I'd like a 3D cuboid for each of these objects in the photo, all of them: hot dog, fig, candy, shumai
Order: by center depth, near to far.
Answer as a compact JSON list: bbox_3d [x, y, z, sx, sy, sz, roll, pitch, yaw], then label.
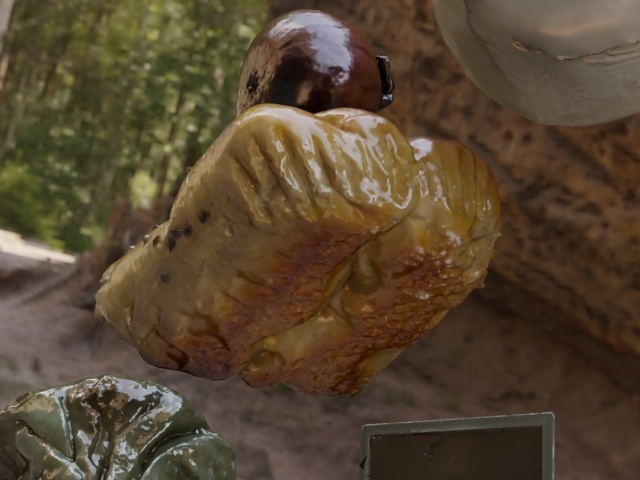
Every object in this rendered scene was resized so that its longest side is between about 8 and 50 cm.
[{"bbox_3d":[0.255,-0.241,1.321,0.295,0.296,0.185,15,2,13],"label":"candy"},{"bbox_3d":[0.000,0.000,1.488,0.367,0.196,0.365,11,-34,-28],"label":"hot dog"},{"bbox_3d":[-0.270,0.331,1.670,0.304,0.309,0.263,31,18,-12],"label":"shumai"},{"bbox_3d":[-0.010,-0.198,1.937,0.214,0.235,0.235,35,-6,-23],"label":"fig"}]

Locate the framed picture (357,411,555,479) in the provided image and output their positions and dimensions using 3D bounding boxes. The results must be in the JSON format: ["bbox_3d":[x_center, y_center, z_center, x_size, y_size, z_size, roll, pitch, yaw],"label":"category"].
[{"bbox_3d":[0.154,0.314,1.640,0.273,0.216,0.016,-8,-20,37],"label":"framed picture"}]
